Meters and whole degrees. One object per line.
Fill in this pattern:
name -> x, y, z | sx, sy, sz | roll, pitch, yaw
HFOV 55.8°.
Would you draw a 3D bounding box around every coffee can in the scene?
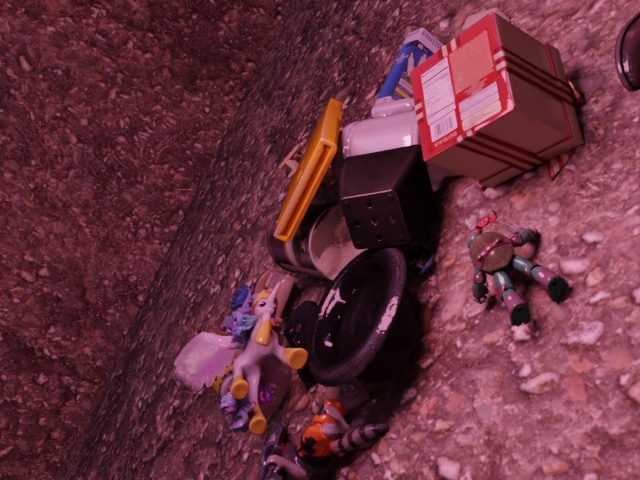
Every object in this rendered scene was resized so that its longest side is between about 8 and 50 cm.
coffee can -> 0.000, 0.000, 1.639 | 0.275, 0.201, 0.202 | 6, 69, 61

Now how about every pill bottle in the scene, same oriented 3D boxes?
pill bottle -> -0.262, 0.409, 1.776 | 0.119, 0.119, 0.208 | -63, 26, -6

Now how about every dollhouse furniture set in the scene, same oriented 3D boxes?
dollhouse furniture set -> 0.030, -0.232, 1.824 | 0.161, 0.212, 0.242 | -46, 4, 25
dollhouse furniture set -> -0.185, 0.168, 1.755 | 0.356, 0.173, 0.303 | -68, 17, -4

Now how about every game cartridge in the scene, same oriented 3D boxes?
game cartridge -> -0.023, -0.186, 1.534 | 0.324, 0.052, 0.285 | -78, 14, -60

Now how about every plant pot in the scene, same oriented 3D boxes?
plant pot -> 0.139, -0.080, 1.324 | 0.188, 0.188, 0.167 | -7, 27, 24

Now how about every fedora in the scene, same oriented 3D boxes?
fedora -> 0.114, 0.180, 1.301 | 0.334, 0.152, 0.334 | -43, 26, 26

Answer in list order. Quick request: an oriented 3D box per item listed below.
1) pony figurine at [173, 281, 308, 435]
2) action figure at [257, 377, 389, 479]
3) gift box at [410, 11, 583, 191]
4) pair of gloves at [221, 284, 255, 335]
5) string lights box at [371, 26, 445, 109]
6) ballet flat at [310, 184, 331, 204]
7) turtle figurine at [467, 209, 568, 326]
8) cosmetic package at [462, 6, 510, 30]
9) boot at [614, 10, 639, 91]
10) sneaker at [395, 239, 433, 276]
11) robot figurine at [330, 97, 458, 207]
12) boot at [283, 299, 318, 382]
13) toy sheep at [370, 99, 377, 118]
pony figurine -> -0.168, 0.298, 1.465 | 0.351, 0.302, 0.363 | -61, 17, 10
action figure -> -0.025, 0.465, 1.244 | 0.330, 0.178, 0.341 | -56, 1, 19
gift box -> 0.352, -0.245, 1.218 | 0.255, 0.258, 0.277 | -22, 64, 49
pair of gloves -> -0.294, 0.243, 2.115 | 0.159, 0.023, 0.198 | -10, 54, 58
string lights box -> 0.262, -0.448, 1.709 | 0.076, 0.133, 0.260 | 6, 69, 63
ballet flat -> -0.001, -0.187, 1.984 | 0.058, 0.084, 0.250 | 124, 162, -52
turtle figurine -> 0.332, 0.044, 1.111 | 0.175, 0.118, 0.234 | -52, 33, 15
cosmetic package -> 0.440, -0.575, 1.610 | 0.041, 0.060, 0.115 | -64, 25, -5
boot -> 0.641, -0.377, 1.010 | 0.263, 0.091, 0.229 | -61, 25, -7
sneaker -> 0.201, 0.020, 1.398 | 0.067, 0.078, 0.188 | -52, 28, 17
robot figurine -> 0.172, -0.204, 1.477 | 0.353, 0.199, 0.300 | -4, 69, 33
boot -> -0.005, 0.211, 1.548 | 0.247, 0.094, 0.207 | -58, 29, 19
toy sheep -> 0.196, -0.389, 1.828 | 0.132, 0.091, 0.091 | -63, 26, 5
